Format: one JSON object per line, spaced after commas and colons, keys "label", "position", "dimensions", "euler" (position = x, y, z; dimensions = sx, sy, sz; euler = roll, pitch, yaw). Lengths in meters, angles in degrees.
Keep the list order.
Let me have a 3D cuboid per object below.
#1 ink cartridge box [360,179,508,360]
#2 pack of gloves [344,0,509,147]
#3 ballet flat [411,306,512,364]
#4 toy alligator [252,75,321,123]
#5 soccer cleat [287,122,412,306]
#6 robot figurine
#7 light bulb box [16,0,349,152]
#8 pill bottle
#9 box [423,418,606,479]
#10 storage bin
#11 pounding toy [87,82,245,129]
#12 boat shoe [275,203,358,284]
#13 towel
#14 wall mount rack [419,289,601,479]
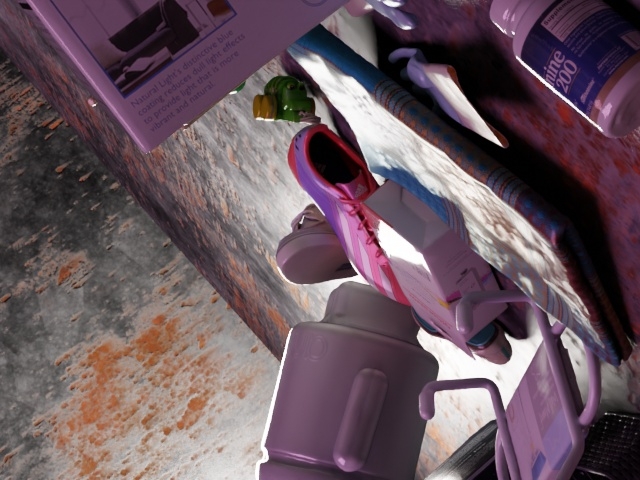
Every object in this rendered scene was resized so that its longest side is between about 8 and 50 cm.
{"label": "ink cartridge box", "position": [0.128, 0.029, 1.871], "dimensions": [0.115, 0.067, 0.198], "euler": [41, 164, 43]}
{"label": "pack of gloves", "position": [0.079, -0.179, 1.465], "dimensions": [0.195, 0.046, 0.232], "euler": [50, 178, -16]}
{"label": "ballet flat", "position": [0.163, 0.104, 2.030], "dimensions": [0.052, 0.057, 0.168], "euler": [45, 174, -35]}
{"label": "toy alligator", "position": [-0.033, -0.158, 1.948], "dimensions": [0.189, 0.056, 0.051], "euler": [-163, 75, -72]}
{"label": "soccer cleat", "position": [0.052, -0.028, 1.971], "dimensions": [0.248, 0.083, 0.095], "euler": [52, 165, 5]}
{"label": "robot figurine", "position": [0.033, 0.235, 2.234], "dimensions": [0.199, 0.354, 0.300], "euler": [14, 170, -1]}
{"label": "light bulb box", "position": [-0.194, -0.296, 1.548], "dimensions": [0.361, 0.225, 0.358], "euler": [53, 176, -14]}
{"label": "pill bottle", "position": [0.169, -0.128, 1.148], "dimensions": [0.120, 0.067, 0.067], "euler": [45, 168, 26]}
{"label": "box", "position": [0.292, 0.396, 2.167], "dimensions": [0.343, 0.179, 0.312], "euler": [50, 169, 1]}
{"label": "storage bin", "position": [0.326, 0.248, 1.770], "dimensions": [0.122, 0.084, 0.180], "euler": [51, 169, -6]}
{"label": "pounding toy", "position": [-0.181, -0.187, 2.086], "dimensions": [0.094, 0.181, 0.206], "euler": [53, 169, -18]}
{"label": "boat shoe", "position": [0.001, -0.001, 2.082], "dimensions": [0.081, 0.079, 0.227], "euler": [57, -157, 16]}
{"label": "towel", "position": [0.126, -0.046, 1.621], "dimensions": [0.370, 0.040, 0.271], "euler": [42, 174, 35]}
{"label": "wall mount rack", "position": [0.188, 0.232, 1.768], "dimensions": [0.350, 0.130, 0.304], "euler": [105, 158, -57]}
